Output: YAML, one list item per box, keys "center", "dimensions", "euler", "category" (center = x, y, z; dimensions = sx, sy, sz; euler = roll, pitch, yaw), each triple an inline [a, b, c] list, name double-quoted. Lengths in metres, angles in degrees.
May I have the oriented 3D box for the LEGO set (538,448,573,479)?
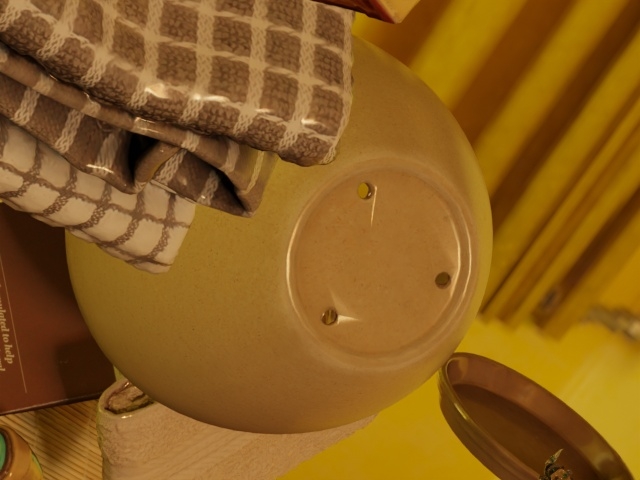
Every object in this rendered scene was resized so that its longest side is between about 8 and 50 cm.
- center: [0.234, 0.248, 1.858]
  dimensions: [0.054, 0.023, 0.083]
  euler: [28, -124, -11]
  category: "LEGO set"

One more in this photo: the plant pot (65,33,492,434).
- center: [0.000, 0.000, 1.205]
  dimensions: [0.284, 0.284, 0.191]
  euler: [19, 179, -25]
  category: "plant pot"

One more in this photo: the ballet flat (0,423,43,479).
- center: [-0.315, 0.196, 1.413]
  dimensions: [0.073, 0.232, 0.080]
  euler: [50, -148, -57]
  category: "ballet flat"

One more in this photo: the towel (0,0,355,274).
- center: [-0.090, -0.160, 0.655]
  dimensions: [0.235, 0.121, 0.284]
  euler: [31, -128, -41]
  category: "towel"

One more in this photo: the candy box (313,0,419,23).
- center: [0.032, -0.140, 0.439]
  dimensions: [0.053, 0.187, 0.109]
  euler: [45, 168, -34]
  category: "candy box"

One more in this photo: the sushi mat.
- center: [-0.246, 0.147, 1.620]
  dimensions: [0.316, 0.019, 0.151]
  euler: [41, -142, -43]
  category: "sushi mat"

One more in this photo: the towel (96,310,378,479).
- center: [-0.052, 0.128, 1.453]
  dimensions: [0.282, 0.187, 0.049]
  euler: [-29, -128, -30]
  category: "towel"

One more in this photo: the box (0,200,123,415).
- center: [-0.183, 0.044, 1.540]
  dimensions: [0.203, 0.167, 0.168]
  euler: [3, -104, -73]
  category: "box"

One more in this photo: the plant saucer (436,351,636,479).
- center: [0.242, 0.228, 2.138]
  dimensions: [0.278, 0.041, 0.278]
  euler: [30, -162, -11]
  category: "plant saucer"
